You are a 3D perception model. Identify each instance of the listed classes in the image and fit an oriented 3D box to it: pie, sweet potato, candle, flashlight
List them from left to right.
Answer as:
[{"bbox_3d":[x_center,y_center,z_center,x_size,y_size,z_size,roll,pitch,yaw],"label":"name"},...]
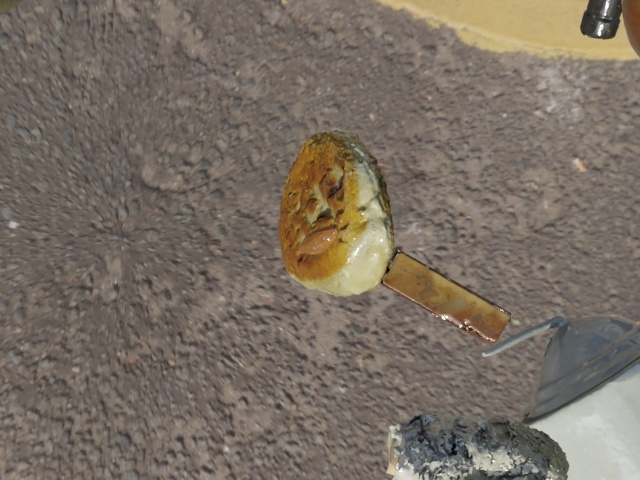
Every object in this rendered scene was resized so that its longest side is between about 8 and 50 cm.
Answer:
[{"bbox_3d":[0.000,0.000,1.167,0.034,0.095,0.034,14,65,-33],"label":"sweet potato"},{"bbox_3d":[0.018,-0.045,1.462,0.092,0.315,0.315,-2,91,-31],"label":"pie"},{"bbox_3d":[0.524,-0.475,1.487,0.093,0.093,0.232,-1,126,-13],"label":"flashlight"},{"bbox_3d":[0.339,0.207,0.844,0.221,0.221,0.343,-30,80,-12],"label":"candle"}]

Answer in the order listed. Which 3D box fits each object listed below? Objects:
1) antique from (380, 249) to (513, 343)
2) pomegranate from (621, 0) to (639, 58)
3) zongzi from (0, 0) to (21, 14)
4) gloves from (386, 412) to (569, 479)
[{"bbox_3d":[0.291,0.135,1.951,0.310,0.087,0.093,29,90,6],"label":"antique"},{"bbox_3d":[0.627,-0.328,1.104,0.411,0.411,0.412,0,90,-13],"label":"pomegranate"},{"bbox_3d":[-0.561,-0.558,1.487,0.181,0.447,0.418,41,123,-12],"label":"zongzi"},{"bbox_3d":[0.132,0.186,0.698,0.153,0.114,0.070,5,98,-2],"label":"gloves"}]
